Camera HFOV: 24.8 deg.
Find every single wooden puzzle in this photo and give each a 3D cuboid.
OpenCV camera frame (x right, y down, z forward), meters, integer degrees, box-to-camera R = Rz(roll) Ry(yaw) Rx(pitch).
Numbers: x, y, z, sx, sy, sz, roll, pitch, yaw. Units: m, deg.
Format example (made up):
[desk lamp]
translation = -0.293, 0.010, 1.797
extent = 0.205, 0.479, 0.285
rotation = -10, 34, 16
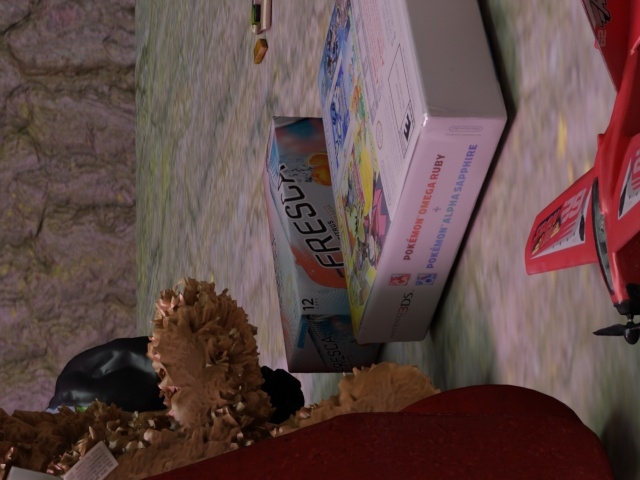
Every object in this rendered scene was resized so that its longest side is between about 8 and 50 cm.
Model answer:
[wooden puzzle]
translation = -0.059, -0.233, 1.398
extent = 0.078, 0.014, 0.116
rotation = 166, 105, -78

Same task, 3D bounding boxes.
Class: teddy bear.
[teddy bear]
translation = -0.081, 0.151, 0.758
extent = 0.113, 0.338, 0.245
rotation = 52, -162, -61

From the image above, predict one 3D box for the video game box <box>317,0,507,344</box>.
[video game box]
translation = 0.042, -0.078, 0.793
extent = 0.187, 0.048, 0.205
rotation = 108, 160, -50

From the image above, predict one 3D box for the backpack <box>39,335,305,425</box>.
[backpack]
translation = -0.127, 0.271, 0.917
extent = 0.290, 0.273, 0.355
rotation = 62, -156, -63

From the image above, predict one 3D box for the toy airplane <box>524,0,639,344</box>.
[toy airplane]
translation = 0.106, -0.037, 0.514
extent = 0.151, 0.028, 0.151
rotation = -178, 90, -77

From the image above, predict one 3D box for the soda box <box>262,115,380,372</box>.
[soda box]
translation = 0.000, 0.000, 0.970
extent = 0.063, 0.058, 0.183
rotation = 103, 163, -46

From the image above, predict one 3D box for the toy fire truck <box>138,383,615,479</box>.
[toy fire truck]
translation = -0.015, 0.182, 0.528
extent = 0.169, 0.254, 0.302
rotation = -103, 17, -49
